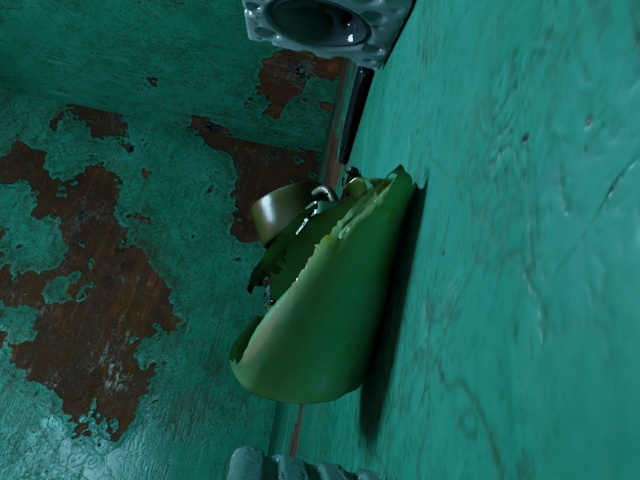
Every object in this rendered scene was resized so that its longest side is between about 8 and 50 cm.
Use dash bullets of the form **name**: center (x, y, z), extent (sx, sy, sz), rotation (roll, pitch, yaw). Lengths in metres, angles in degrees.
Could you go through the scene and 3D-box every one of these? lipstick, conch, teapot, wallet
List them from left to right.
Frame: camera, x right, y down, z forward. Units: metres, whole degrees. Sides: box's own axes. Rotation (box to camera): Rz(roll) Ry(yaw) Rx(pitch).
- **teapot**: center (-0.040, -0.026, 1.234), extent (0.268, 0.186, 0.175), rotation (-33, 74, 46)
- **conch**: center (-0.005, 0.042, 0.531), extent (0.143, 0.137, 0.250), rotation (-110, 32, -85)
- **lipstick**: center (0.046, -0.070, 1.037), extent (0.176, 0.027, 0.027), rotation (107, 173, -48)
- **wallet**: center (0.081, -0.316, 1.226), extent (0.285, 0.030, 0.146), rotation (105, 179, -55)

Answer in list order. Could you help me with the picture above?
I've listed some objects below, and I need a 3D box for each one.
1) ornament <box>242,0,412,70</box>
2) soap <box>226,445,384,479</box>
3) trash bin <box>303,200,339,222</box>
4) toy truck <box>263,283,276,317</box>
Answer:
- **ornament**: center (0.021, -0.440, 0.836), extent (0.239, 0.240, 0.239), rotation (157, 125, -85)
- **soap**: center (-0.004, 0.169, 0.296), extent (0.198, 0.115, 0.063), rotation (113, 168, -78)
- **trash bin**: center (0.000, 0.000, 1.030), extent (0.116, 0.059, 0.129), rotation (148, 124, -74)
- **toy truck**: center (-0.078, 0.233, 1.297), extent (0.272, 0.124, 0.157), rotation (-88, -1, -50)
